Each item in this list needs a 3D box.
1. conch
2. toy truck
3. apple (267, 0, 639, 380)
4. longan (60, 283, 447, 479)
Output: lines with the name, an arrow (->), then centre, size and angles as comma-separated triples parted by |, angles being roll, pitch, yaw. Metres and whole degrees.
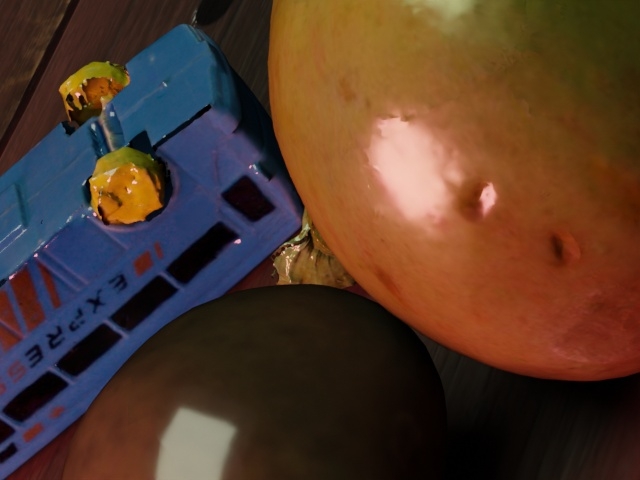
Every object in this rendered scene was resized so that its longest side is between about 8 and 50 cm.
conch -> 0.000, 0.000, 1.320 | 0.089, 0.074, 0.121 | -23, 0, -23
toy truck -> -0.187, 0.015, 1.446 | 0.385, 0.162, 0.161 | -41, 35, 12
apple -> 0.120, -0.098, 1.067 | 0.338, 0.305, 0.338 | -34, 36, 30
longan -> -0.031, 0.142, 1.106 | 0.248, 0.248, 0.248 | -30, 39, 28
